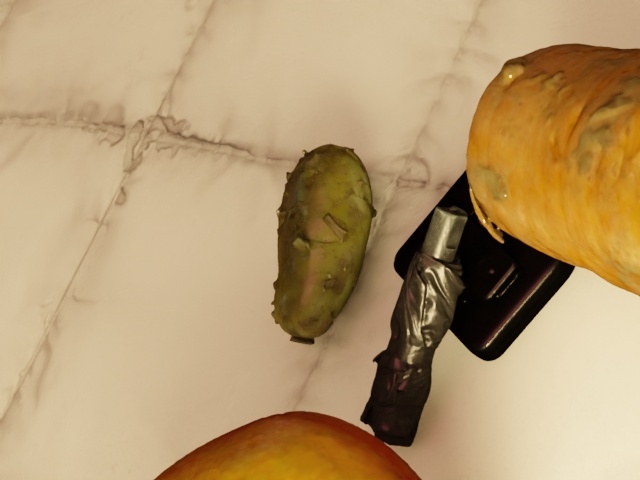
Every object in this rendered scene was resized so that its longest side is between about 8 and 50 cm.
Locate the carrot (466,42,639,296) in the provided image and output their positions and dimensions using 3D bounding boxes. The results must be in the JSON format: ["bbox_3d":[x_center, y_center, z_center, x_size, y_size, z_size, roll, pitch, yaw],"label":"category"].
[{"bbox_3d":[0.299,-0.058,1.622,0.340,0.224,0.224,25,82,53],"label":"carrot"}]

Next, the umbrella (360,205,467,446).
[{"bbox_3d":[0.096,0.080,1.816,0.066,0.059,0.236,27,105,39],"label":"umbrella"}]

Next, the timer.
[{"bbox_3d":[0.156,0.016,1.853,0.144,0.055,0.187,-50,38,6],"label":"timer"}]

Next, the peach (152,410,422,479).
[{"bbox_3d":[-0.027,0.324,1.626,0.372,0.290,0.373,-23,51,31],"label":"peach"}]

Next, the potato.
[{"bbox_3d":[0.000,0.000,2.003,0.117,0.090,0.225,-30,45,50],"label":"potato"}]
